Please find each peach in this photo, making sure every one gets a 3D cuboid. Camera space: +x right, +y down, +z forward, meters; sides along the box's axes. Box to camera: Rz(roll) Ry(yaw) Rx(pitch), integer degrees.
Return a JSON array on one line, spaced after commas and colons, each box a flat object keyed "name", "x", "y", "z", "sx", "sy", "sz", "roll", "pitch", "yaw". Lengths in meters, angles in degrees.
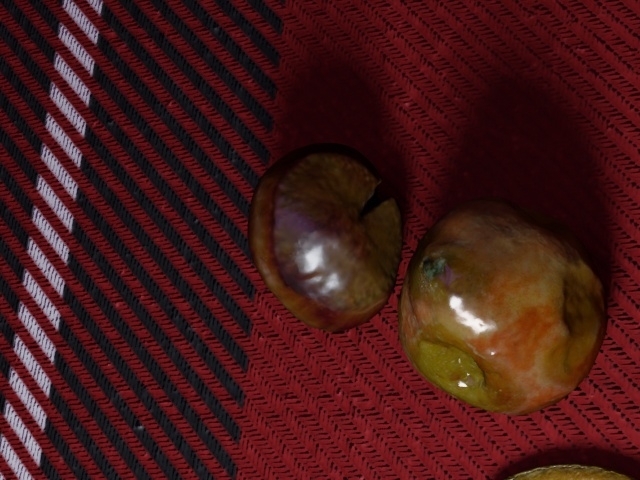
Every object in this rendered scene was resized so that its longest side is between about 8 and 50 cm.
[{"name": "peach", "x": 0.170, "y": 0.061, "z": 1.913, "sx": 0.214, "sy": 0.235, "sz": 0.214, "roll": -17, "pitch": 55, "yaw": 27}]

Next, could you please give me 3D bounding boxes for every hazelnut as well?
[{"name": "hazelnut", "x": 0.000, "y": 0.000, "z": 2.074, "sx": 0.178, "sy": 0.178, "sz": 0.204, "roll": -23, "pitch": 93, "yaw": 20}]

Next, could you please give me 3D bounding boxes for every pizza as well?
[{"name": "pizza", "x": 0.254, "y": 0.303, "z": 1.890, "sx": 0.184, "sy": 0.036, "sz": 0.176, "roll": -17, "pitch": 63, "yaw": 26}]
